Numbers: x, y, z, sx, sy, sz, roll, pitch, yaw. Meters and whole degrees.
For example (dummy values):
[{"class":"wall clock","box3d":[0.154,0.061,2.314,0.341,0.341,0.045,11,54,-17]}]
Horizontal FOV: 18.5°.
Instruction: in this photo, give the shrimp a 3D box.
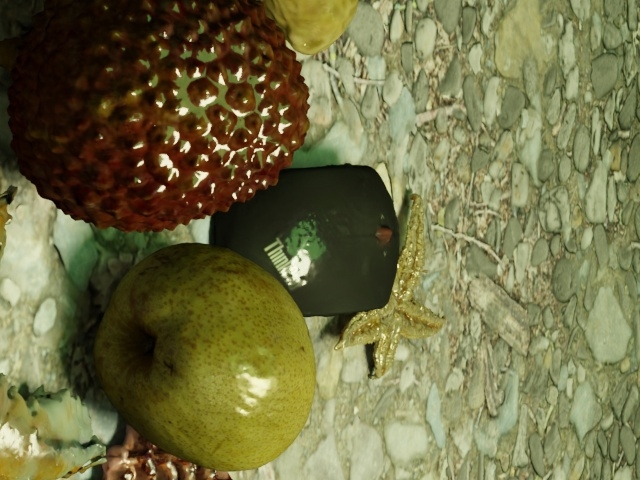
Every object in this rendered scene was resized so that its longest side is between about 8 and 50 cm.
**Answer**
[{"class":"shrimp","box3d":[-0.301,0.114,1.808,0.185,0.068,0.287,-40,116,-52]}]

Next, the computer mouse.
[{"class":"computer mouse","box3d":[0.000,0.000,2.188,0.269,0.100,0.170,-5,95,-51]}]

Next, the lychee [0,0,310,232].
[{"class":"lychee","box3d":[-0.157,-0.142,1.804,0.276,0.304,0.276,-165,-90,-85]}]

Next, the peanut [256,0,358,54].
[{"class":"peanut","box3d":[-0.018,-0.350,2.109,0.147,0.147,0.306,-17,109,-55]}]

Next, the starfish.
[{"class":"starfish","box3d":[0.095,0.057,2.412,0.295,0.048,0.231,1,93,-58]}]

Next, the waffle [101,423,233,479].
[{"class":"waffle","box3d":[-0.169,0.291,2.029,0.221,0.055,0.234,62,40,-38]}]

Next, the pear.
[{"class":"pear","box3d":[-0.117,0.116,1.946,0.211,0.188,0.228,8,53,-40]}]
